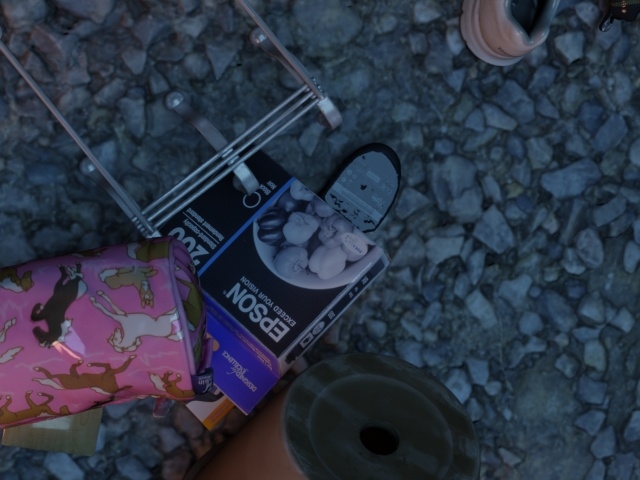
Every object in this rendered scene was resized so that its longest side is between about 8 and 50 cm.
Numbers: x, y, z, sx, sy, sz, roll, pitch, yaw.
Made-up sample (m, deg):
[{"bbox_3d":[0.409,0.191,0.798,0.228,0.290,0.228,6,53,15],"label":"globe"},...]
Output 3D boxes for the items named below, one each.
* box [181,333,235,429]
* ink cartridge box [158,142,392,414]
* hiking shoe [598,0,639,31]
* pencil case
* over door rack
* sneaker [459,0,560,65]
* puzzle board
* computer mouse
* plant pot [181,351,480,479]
[{"bbox_3d":[-0.132,0.120,1.870,0.081,0.028,0.136,-45,109,-7],"label":"box"},{"bbox_3d":[-0.071,0.032,1.799,0.208,0.206,0.045,-47,150,-6],"label":"ink cartridge box"},{"bbox_3d":[0.409,-0.262,1.972,0.227,0.086,0.114,6,109,-13],"label":"hiking shoe"},{"bbox_3d":[-0.295,0.110,1.706,0.386,0.160,0.167,-11,84,0],"label":"pencil case"},{"bbox_3d":[-0.165,-0.176,1.786,0.239,0.108,0.324,-39,96,-9],"label":"over door rack"},{"bbox_3d":[0.226,-0.326,1.870,0.111,0.129,0.297,4,95,-16],"label":"sneaker"},{"bbox_3d":[-0.265,0.150,1.841,0.096,0.011,0.128,10,94,-17],"label":"puzzle board"},{"bbox_3d":[0.000,0.000,1.895,0.071,0.041,0.242,39,92,-10],"label":"computer mouse"},{"bbox_3d":[0.020,0.259,1.731,0.323,0.323,0.280,1,139,-18],"label":"plant pot"}]
